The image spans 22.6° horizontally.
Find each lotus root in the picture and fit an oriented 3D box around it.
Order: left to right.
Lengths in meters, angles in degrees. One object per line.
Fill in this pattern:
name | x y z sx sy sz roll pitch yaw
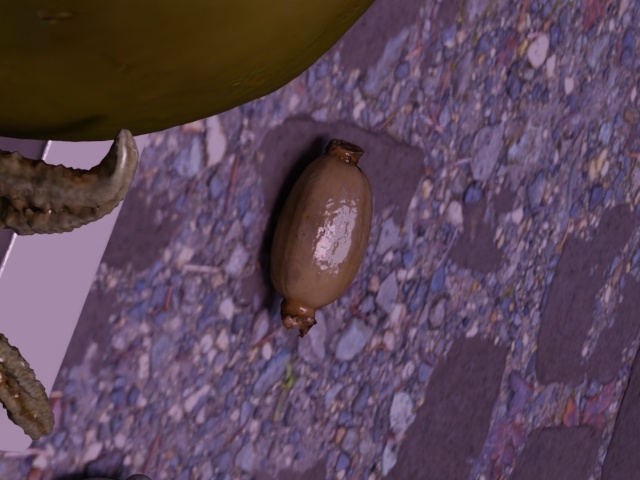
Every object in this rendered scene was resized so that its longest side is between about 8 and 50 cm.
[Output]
lotus root | 0.000 0.000 1.171 0.073 0.062 0.150 11 96 -54

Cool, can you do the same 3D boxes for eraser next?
eraser | -0.166 -0.032 0.925 0.078 0.076 0.298 22 88 -55

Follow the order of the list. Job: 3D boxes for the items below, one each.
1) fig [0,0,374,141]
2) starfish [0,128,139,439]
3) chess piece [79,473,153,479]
fig | -0.109 -0.198 0.693 0.343 0.343 0.343 -27 127 -44
starfish | -0.261 0.007 0.733 0.347 0.358 0.078 10 58 -26
chess piece | -0.185 0.218 0.999 0.271 0.139 0.139 -38 135 -52
